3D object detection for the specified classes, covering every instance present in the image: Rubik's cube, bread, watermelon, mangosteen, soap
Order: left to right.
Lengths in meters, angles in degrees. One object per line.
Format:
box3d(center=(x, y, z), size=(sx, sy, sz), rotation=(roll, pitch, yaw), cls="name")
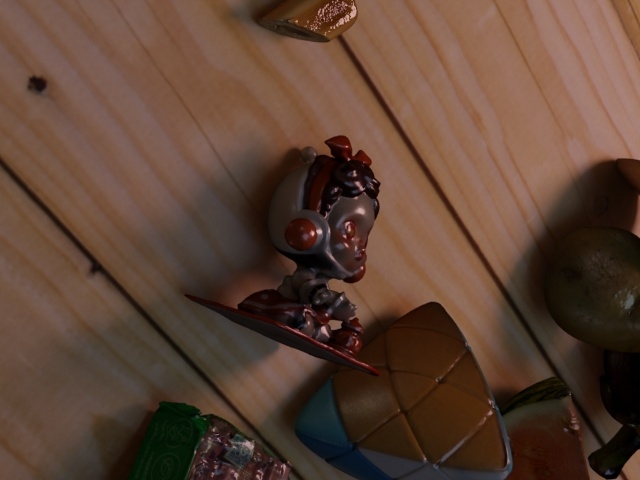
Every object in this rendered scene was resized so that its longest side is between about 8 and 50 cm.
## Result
box3d(center=(-0.141, 0.317, 1.393), size=(0.218, 0.098, 0.273), rotation=(46, 52, -43), cls="soap")
box3d(center=(-0.013, -0.229, 1.397), size=(0.103, 0.049, 0.062), rotation=(-38, 119, -23), cls="bread")
box3d(center=(0.137, 0.242, 1.588), size=(0.254, 0.254, 0.254), rotation=(-16, 115, -36), cls="Rubik's cube")
box3d(center=(0.272, 0.299, 1.790), size=(0.128, 0.159, 0.303), rotation=(-12, 117, -5), cls="watermelon")
box3d(center=(0.486, 0.217, 1.874), size=(0.231, 0.231, 0.289), rotation=(26, 94, -43), cls="mangosteen")

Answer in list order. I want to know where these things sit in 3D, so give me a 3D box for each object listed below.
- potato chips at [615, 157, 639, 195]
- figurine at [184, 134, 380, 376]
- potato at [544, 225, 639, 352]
box3d(center=(0.459, -0.031, 1.779), size=(0.062, 0.208, 0.195), rotation=(-27, 93, 14), cls="potato chips")
box3d(center=(0.000, 0.000, 1.438), size=(0.183, 0.160, 0.226), rotation=(30, 77, -44), cls="figurine")
box3d(center=(0.391, 0.070, 1.762), size=(0.157, 0.194, 0.157), rotation=(-47, 156, -29), cls="potato")
